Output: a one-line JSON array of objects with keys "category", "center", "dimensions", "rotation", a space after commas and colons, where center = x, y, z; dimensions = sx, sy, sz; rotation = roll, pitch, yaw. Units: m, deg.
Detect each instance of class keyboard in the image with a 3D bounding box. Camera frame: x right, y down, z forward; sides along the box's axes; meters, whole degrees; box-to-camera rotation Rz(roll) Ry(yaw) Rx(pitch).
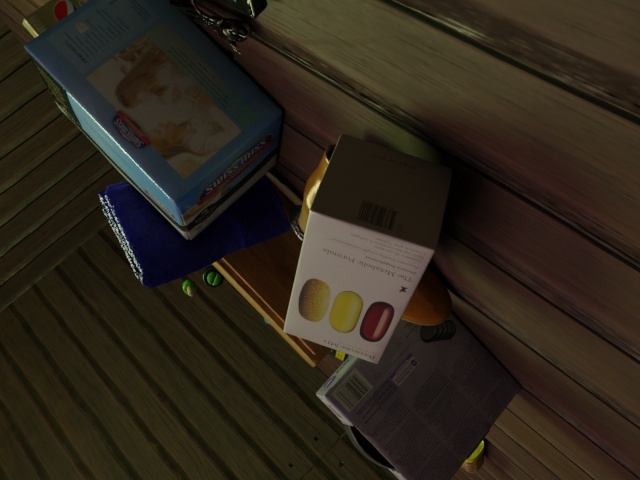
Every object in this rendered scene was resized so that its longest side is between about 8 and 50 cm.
[{"category": "keyboard", "center": [-0.176, -0.363, 0.779], "dimensions": [0.317, 0.033, 0.201], "rotation": [39, 157, 32]}]

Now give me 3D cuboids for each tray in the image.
[{"category": "tray", "center": [-0.086, 0.044, 1.251], "dimensions": [0.411, 0.203, 0.076], "rotation": [45, 164, 6]}]

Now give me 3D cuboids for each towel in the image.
[{"category": "towel", "center": [-0.235, -0.063, 1.133], "dimensions": [0.227, 0.308, 0.076], "rotation": [56, 155, 20]}]

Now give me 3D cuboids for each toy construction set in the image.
[{"category": "toy construction set", "center": [-0.297, -0.056, 1.624], "dimensions": [0.237, 0.258, 0.308], "rotation": [-137, 30, -67]}]

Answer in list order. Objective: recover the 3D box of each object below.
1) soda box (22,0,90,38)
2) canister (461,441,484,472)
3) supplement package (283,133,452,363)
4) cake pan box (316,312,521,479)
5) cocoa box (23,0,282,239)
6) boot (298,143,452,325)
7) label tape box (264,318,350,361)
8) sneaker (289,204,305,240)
[{"category": "soda box", "center": [-0.431, -0.413, 1.055], "dimensions": [0.058, 0.181, 0.061], "rotation": [54, 163, -26]}, {"category": "canister", "center": [0.359, 0.521, 1.528], "dimensions": [0.126, 0.073, 0.170], "rotation": [37, 164, 33]}, {"category": "supplement package", "center": [0.050, 0.020, 0.727], "dimensions": [0.139, 0.133, 0.244], "rotation": [18, 140, 4]}, {"category": "cake pan box", "center": [0.162, 0.250, 0.984], "dimensions": [0.246, 0.267, 0.070], "rotation": [44, 163, -1]}, {"category": "cocoa box", "center": [-0.264, -0.217, 1.007], "dimensions": [0.347, 0.231, 0.228], "rotation": [45, 164, 5]}, {"category": "boot", "center": [0.099, 0.002, 0.847], "dimensions": [0.295, 0.104, 0.211], "rotation": [37, 154, 1]}, {"category": "label tape box", "center": [0.009, 0.226, 1.613], "dimensions": [0.334, 0.105, 0.240], "rotation": [26, 161, 8]}, {"category": "sneaker", "center": [0.000, 0.000, 1.186], "dimensions": [0.166, 0.065, 0.076], "rotation": [47, 170, 7]}]
